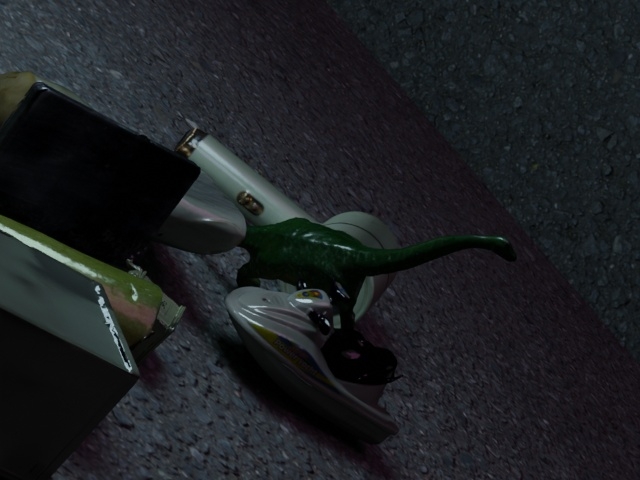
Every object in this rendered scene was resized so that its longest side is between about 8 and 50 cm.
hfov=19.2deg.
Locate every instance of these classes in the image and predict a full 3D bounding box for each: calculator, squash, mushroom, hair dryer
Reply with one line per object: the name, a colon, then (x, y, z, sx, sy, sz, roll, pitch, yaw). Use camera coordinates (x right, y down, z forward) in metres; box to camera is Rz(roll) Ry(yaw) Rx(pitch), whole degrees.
calculator: (-0.253, -0.060, 2.032, 0.262, 0.161, 0.021, 29, 12, -47)
squash: (-0.304, 0.043, 1.794, 0.287, 0.137, 0.137, 27, 23, -19)
mushroom: (-0.244, -0.090, 2.159, 0.329, 0.159, 0.122, 32, 66, -29)
hair dryer: (-0.063, -0.035, 2.528, 0.362, 0.128, 0.203, 39, 18, 3)

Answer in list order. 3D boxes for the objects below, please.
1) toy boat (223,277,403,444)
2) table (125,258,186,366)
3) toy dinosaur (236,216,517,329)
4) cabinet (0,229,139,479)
toy boat: (0.001, 0.131, 2.249, 0.269, 0.141, 0.140, 52, 10, -37)
table: (-0.198, 0.075, 2.013, 0.083, 0.062, 0.079, 43, 16, -7)
toy dinosaur: (0.000, 0.000, 2.250, 0.447, 0.087, 0.301, 22, -27, 6)
cabinet: (-0.292, 0.086, 1.609, 0.206, 0.150, 0.145, 32, 17, -37)
